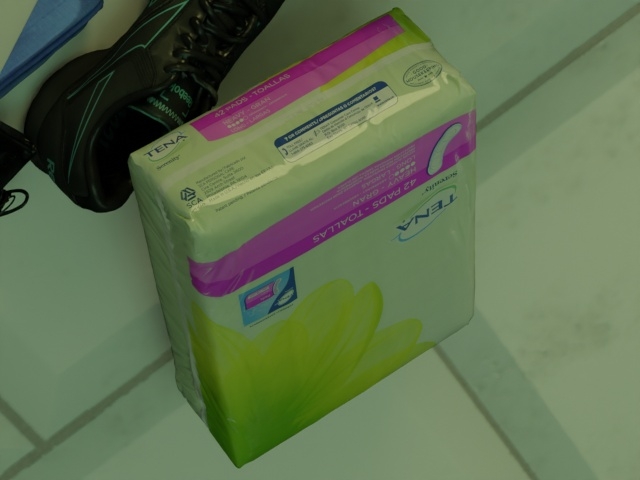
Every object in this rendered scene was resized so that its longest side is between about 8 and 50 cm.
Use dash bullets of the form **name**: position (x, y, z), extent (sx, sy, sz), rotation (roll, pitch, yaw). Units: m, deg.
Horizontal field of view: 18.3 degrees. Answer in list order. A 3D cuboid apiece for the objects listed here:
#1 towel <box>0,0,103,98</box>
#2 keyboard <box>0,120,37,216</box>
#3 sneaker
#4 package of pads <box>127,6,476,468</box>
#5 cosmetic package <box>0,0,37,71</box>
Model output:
- **towel**: position (-0.314, -0.185, 1.220), extent (0.243, 0.040, 0.336), rotation (-38, 128, 1)
- **keyboard**: position (-0.276, -0.015, 1.339), extent (0.192, 0.038, 0.100), rotation (-43, 138, 12)
- **sneaker**: position (-0.084, -0.126, 1.321), extent (0.101, 0.106, 0.267), rotation (34, 101, -35)
- **package of pads**: position (0.000, 0.000, 1.380), extent (0.229, 0.101, 0.296), rotation (-30, 147, -18)
- **cosmetic package**: position (-0.195, -0.195, 1.192), extent (0.060, 0.099, 0.239), rotation (25, 96, -37)
